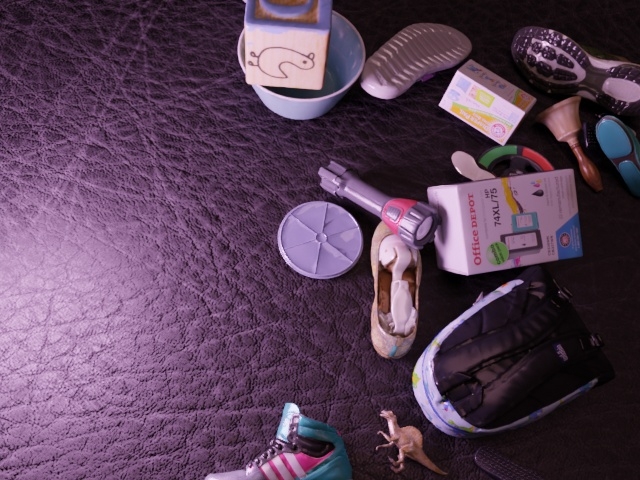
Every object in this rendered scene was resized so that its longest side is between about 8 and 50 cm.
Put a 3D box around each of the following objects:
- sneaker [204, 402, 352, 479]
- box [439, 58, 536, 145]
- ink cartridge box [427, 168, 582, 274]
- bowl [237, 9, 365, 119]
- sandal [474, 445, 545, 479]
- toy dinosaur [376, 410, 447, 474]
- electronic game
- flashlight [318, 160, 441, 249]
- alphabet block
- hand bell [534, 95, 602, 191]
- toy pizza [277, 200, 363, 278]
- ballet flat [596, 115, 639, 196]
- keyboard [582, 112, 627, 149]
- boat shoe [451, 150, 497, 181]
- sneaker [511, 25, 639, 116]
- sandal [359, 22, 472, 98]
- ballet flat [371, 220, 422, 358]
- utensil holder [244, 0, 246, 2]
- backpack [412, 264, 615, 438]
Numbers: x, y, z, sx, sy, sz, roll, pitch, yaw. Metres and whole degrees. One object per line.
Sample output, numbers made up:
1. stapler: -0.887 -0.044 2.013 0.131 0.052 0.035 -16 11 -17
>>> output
1. sneaker: -0.083 0.413 1.301 0.296 0.124 0.178 2 70 -13
2. box: 0.430 -0.355 1.702 0.203 0.114 0.103 35 43 11
3. ink cartridge box: 0.407 -0.044 1.489 0.270 0.197 0.198 -9 95 -9
4. bowl: -0.052 -0.432 1.682 0.312 0.163 0.311 2 65 -5
5. sandal: 0.399 0.492 1.363 0.179 0.040 0.067 33 60 26
6. toy dinosaur: 0.178 0.431 1.359 0.093 0.053 0.183 -38 73 -21
7. electronic game: 0.491 -0.143 1.659 0.229 0.048 0.229 2 65 -4
8. flashlight: 0.135 -0.091 1.533 0.103 0.103 0.304 -34 48 -27
9. alphabet block: -0.073 -0.485 1.507 0.193 0.197 0.193 5 64 -2
10. hand bell: 0.664 -0.236 1.706 0.126 0.126 0.242 -22 82 -14
11. toy pizza: 0.000 0.000 1.556 0.201 0.032 0.201 3 64 -5
12. ballet flat: 0.772 -0.225 1.667 0.247 0.083 0.087 53 54 -18
13. keyboard: 0.743 -0.283 1.699 0.192 0.038 0.100 -7 85 -36
14. boat shoe: 0.380 -0.171 1.630 0.133 0.042 0.049 41 104 21
15. sneaker: 0.720 -0.472 1.814 0.410 0.158 0.182 29 35 10
16. sandal: 0.239 -0.472 1.759 0.416 0.102 0.169 -32 71 -34
17. ballet flat: 0.174 0.089 1.485 0.123 0.123 0.348 6 64 -2
18. utensil holder: -0.064 -0.846 1.792 0.328 0.327 0.385 30 69 9
19. backpack: 0.366 0.261 1.366 0.356 0.273 0.290 -26 78 -33
